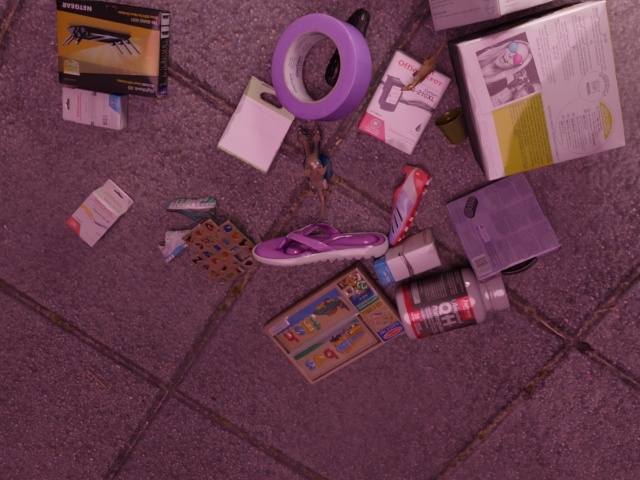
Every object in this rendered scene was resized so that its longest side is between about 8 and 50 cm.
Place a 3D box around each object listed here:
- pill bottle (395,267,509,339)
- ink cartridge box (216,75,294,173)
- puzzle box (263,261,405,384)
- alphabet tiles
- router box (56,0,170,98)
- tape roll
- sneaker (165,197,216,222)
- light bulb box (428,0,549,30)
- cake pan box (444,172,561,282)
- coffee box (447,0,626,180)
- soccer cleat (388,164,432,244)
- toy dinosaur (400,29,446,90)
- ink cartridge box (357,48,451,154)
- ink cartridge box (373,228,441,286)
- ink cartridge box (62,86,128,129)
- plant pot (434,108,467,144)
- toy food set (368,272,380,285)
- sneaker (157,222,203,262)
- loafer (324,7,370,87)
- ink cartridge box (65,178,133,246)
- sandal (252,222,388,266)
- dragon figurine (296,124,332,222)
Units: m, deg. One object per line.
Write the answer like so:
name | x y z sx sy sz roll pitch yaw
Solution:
pill bottle | 0.403 0.184 1.874 0.318 0.176 0.176 -17 108 13
ink cartridge box | -0.181 -0.340 1.816 0.171 0.056 0.235 28 101 -4
puzzle box | 0.046 0.282 2.011 0.408 0.052 0.272 -35 103 22
alphabet tiles | -0.319 0.034 1.954 0.198 0.009 0.237 -31 126 17
router box | -0.599 -0.558 1.772 0.308 0.081 0.243 9 112 4
tape roll | 0.000 -0.465 1.662 0.274 0.090 0.275 5 99 34
sneaker | -0.409 -0.091 1.938 0.166 0.065 0.076 0 116 10
light bulb box | 0.423 -0.719 1.414 0.357 0.225 0.361 -25 110 -27
cake pan box | 0.523 -0.034 1.762 0.245 0.070 0.267 -27 69 17
coffee box | 0.533 -0.386 1.553 0.334 0.338 0.338 -14 108 12
soccer cleat | 0.250 -0.106 1.843 0.095 0.083 0.248 28 113 15
toy dinosaur | 0.281 -0.452 1.586 0.053 0.093 0.183 35 108 -6
ink cartridge box | 0.233 -0.390 1.718 0.171 0.100 0.237 26 111 -3
ink cartridge box | 0.262 0.050 1.860 0.190 0.140 0.082 -21 106 14
ink cartridge box | -0.681 -0.404 1.852 0.180 0.060 0.104 11 112 3
plant pot | 0.380 -0.319 1.744 0.083 0.083 0.079 -27 117 16
toy food set | 0.137 0.151 1.980 0.078 0.019 0.122 36 111 -7
sneaker | -0.455 -0.008 1.971 0.190 0.071 0.083 -36 96 19
loafer | 0.086 -0.531 1.705 0.078 0.076 0.223 9 116 -35
ink cartridge box | -0.710 -0.090 1.972 0.115 0.067 0.198 44 109 -9
sandal | -0.002 -0.006 1.867 0.415 0.169 0.102 -4 114 -4
dragon figurine | -0.010 -0.202 1.829 0.085 0.144 0.289 -9 129 9
